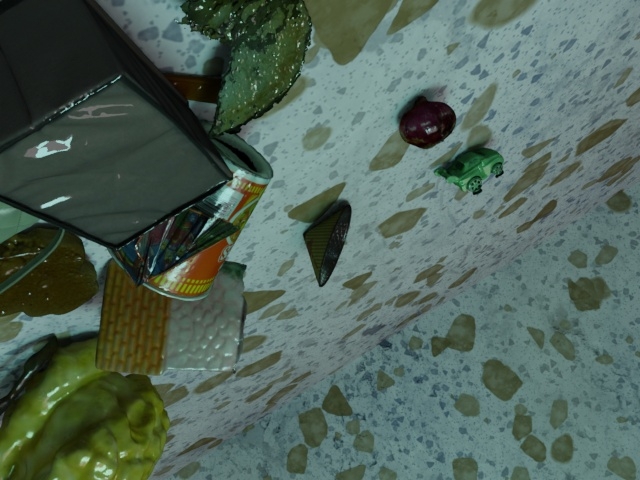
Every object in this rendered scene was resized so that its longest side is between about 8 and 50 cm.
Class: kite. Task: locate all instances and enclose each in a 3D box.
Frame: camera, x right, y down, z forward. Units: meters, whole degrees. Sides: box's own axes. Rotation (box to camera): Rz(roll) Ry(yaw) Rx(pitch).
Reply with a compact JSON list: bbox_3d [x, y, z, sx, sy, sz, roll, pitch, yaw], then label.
[{"bbox_3d":[-0.229,-0.027,0.748,0.014,0.241,0.184,-41,154,-80],"label":"kite"}]

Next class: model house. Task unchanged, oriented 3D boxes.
[{"bbox_3d":[-0.280,0.128,1.049,0.237,0.203,0.237,6,179,-22],"label":"model house"}]

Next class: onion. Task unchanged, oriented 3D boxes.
[{"bbox_3d":[0.197,-0.220,1.058,0.107,0.097,0.107,-18,-177,1],"label":"onion"}]

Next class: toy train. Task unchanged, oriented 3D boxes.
[{"bbox_3d":[0.356,-0.170,1.352,0.149,0.099,0.081,-38,122,0],"label":"toy train"}]

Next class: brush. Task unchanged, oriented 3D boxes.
[{"bbox_3d":[-0.195,-0.196,0.714,0.314,0.017,0.090,-7,148,-46],"label":"brush"}]

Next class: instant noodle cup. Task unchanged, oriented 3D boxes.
[{"bbox_3d":[-0.182,-0.053,0.826,0.212,0.193,0.193,-51,152,18],"label":"instant noodle cup"}]

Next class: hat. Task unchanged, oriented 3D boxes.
[{"bbox_3d":[0.000,0.000,1.260,0.193,0.082,0.193,20,90,-78],"label":"hat"}]

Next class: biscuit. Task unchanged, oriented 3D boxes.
[{"bbox_3d":[-0.457,0.047,0.820,0.183,0.047,0.319,-48,152,24],"label":"biscuit"}]

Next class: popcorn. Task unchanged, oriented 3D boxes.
[{"bbox_3d":[-0.479,0.364,1.117,0.348,0.349,0.382,-24,117,-19],"label":"popcorn"}]

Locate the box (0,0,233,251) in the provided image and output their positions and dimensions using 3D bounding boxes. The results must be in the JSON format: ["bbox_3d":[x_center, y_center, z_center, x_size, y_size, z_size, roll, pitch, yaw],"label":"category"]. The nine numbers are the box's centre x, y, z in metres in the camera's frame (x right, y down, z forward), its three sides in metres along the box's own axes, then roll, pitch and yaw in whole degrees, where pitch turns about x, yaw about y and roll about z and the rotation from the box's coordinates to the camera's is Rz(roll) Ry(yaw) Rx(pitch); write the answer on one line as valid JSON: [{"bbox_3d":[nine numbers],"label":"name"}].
[{"bbox_3d":[-0.240,-0.115,0.603,0.188,0.153,0.252,-32,158,1],"label":"box"}]

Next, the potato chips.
[{"bbox_3d":[-0.089,-0.235,0.702,0.202,0.029,0.220,-44,155,-12],"label":"potato chips"}]

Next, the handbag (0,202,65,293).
[{"bbox_3d":[-0.425,-0.006,0.655,0.256,0.079,0.219,-32,140,-3],"label":"handbag"}]
